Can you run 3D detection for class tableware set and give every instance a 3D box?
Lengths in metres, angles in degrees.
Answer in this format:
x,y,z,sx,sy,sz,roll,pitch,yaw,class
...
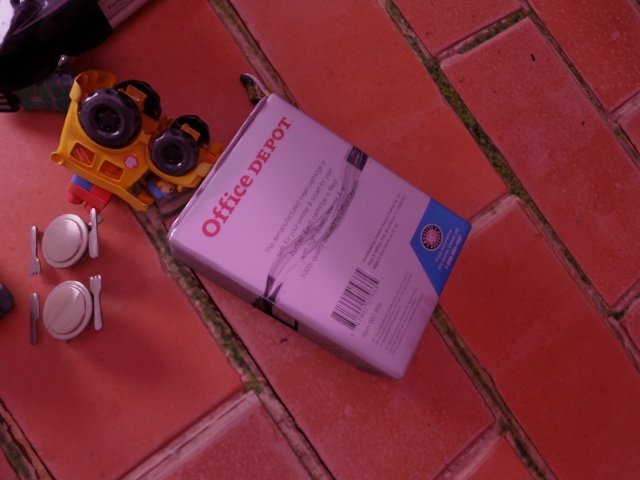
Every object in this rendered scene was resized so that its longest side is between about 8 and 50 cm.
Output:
x,y,z,sx,sy,sz,roll,pitch,yaw,class
-0.377,0.054,0.696,0.129,0.039,0.194,-14,75,13,tableware set

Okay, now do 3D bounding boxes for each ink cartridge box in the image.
x,y,z,sx,sy,sz,roll,pitch,yaw,class
0.000,0.000,0.750,0.395,0.166,0.285,33,71,-7,ink cartridge box

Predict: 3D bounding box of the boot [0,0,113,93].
x,y,z,sx,sy,sz,roll,pitch,yaw,class
-0.578,-0.396,0.652,0.367,0.146,0.445,-36,95,7,boot

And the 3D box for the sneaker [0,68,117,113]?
x,y,z,sx,sy,sz,roll,pitch,yaw,class
-0.436,-0.265,0.741,0.224,0.083,0.098,-2,66,-19,sneaker

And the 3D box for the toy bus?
x,y,z,sx,sy,sz,roll,pitch,yaw,class
-0.292,-0.122,0.712,0.220,0.149,0.211,30,109,-17,toy bus

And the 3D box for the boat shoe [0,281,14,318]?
x,y,z,sx,sy,sz,roll,pitch,yaw,class
-0.582,0.019,0.646,0.319,0.116,0.099,40,28,3,boat shoe

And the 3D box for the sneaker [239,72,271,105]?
x,y,z,sx,sy,sz,roll,pitch,yaw,class
-0.122,-0.277,0.850,0.083,0.031,0.035,42,72,-3,sneaker

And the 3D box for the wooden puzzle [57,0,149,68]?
x,y,z,sx,sy,sz,roll,pitch,yaw,class
-0.465,-0.515,0.786,0.348,0.080,0.322,40,72,-3,wooden puzzle
